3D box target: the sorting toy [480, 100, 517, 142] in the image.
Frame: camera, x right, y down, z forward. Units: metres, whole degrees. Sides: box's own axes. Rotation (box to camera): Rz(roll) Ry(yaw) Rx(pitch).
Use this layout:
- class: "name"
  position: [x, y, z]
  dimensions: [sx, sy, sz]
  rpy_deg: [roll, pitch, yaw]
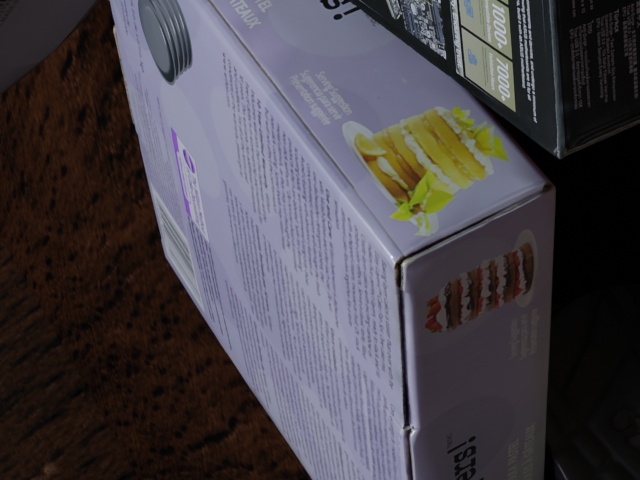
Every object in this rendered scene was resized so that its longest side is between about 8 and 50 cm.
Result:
- class: "sorting toy"
  position: [0.008, -0.135, 0.881]
  dimensions: [0.307, 0.041, 0.229]
  rpy_deg: [67, 167, -20]

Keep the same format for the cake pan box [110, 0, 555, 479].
- class: "cake pan box"
  position: [0.000, 0.000, 0.785]
  dimensions: [0.246, 0.070, 0.267]
  rpy_deg: [55, 162, 37]

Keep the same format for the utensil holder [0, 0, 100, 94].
- class: "utensil holder"
  position: [-0.329, -0.277, 1.150]
  dimensions: [0.385, 0.327, 0.327]
  rpy_deg: [54, 163, 17]

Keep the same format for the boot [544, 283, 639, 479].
- class: "boot"
  position: [0.158, 0.176, 0.863]
  dimensions: [0.223, 0.118, 0.338]
  rpy_deg: [143, 108, -78]

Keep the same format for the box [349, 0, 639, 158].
- class: "box"
  position: [0.056, -0.142, 0.595]
  dimensions: [0.147, 0.077, 0.180]
  rpy_deg: [43, 150, 47]
